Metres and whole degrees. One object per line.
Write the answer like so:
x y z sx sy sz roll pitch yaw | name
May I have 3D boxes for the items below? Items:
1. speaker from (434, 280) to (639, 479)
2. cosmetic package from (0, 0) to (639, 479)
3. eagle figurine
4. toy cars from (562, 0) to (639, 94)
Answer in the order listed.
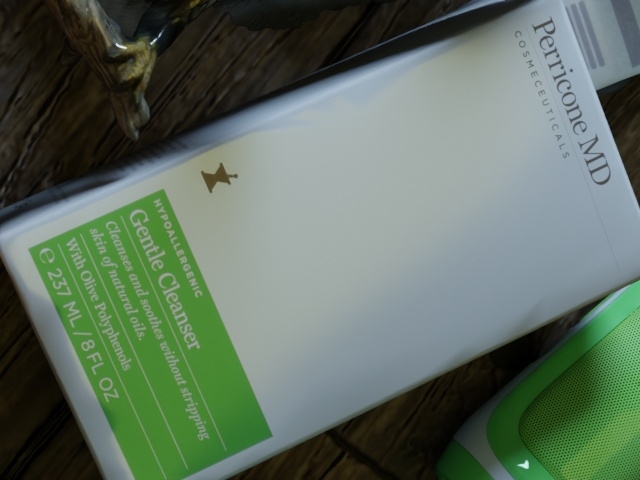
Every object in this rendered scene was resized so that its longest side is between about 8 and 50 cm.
0.223 0.100 1.079 0.296 0.131 0.131 -41 106 -5 | speaker
0.000 0.000 0.994 0.366 0.155 0.197 -26 101 -7 | cosmetic package
-0.026 -0.194 0.904 0.298 0.226 0.225 -37 70 -12 | eagle figurine
0.321 -0.136 1.069 0.394 0.087 0.176 14 100 -20 | toy cars
